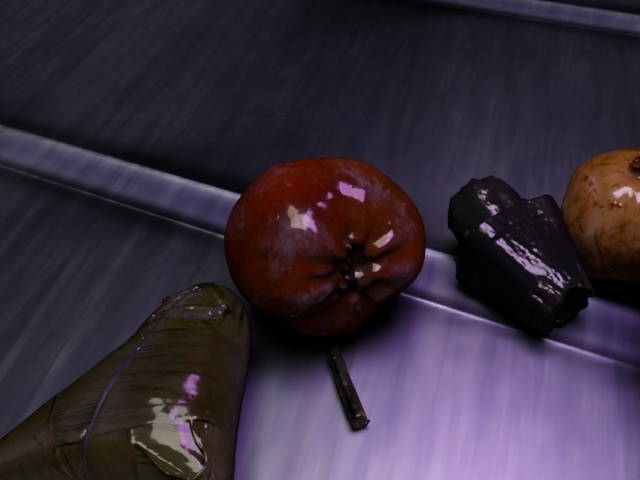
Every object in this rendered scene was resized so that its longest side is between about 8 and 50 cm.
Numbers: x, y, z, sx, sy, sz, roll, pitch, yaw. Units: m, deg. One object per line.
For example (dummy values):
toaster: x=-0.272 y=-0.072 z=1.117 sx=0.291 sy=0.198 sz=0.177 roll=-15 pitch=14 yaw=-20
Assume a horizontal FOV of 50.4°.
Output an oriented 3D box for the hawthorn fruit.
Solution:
hawthorn fruit: x=0.000 y=0.000 z=0.983 sx=0.284 sy=0.284 sz=0.284 roll=-2 pitch=44 yaw=2

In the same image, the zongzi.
zongzi: x=-0.273 y=0.199 z=0.885 sx=0.360 sy=0.160 sz=0.323 roll=-6 pitch=38 yaw=8

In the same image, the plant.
plant: x=0.292 y=0.016 z=1.030 sx=0.164 sy=0.142 sz=0.256 roll=-20 pitch=58 yaw=-15

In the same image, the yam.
yam: x=0.035 y=0.201 z=0.941 sx=0.027 sy=0.033 sz=0.129 roll=-32 pitch=41 yaw=8

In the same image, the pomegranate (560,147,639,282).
pomegranate: x=0.471 y=-0.046 z=1.026 sx=0.215 sy=0.215 sz=0.215 roll=-2 pitch=44 yaw=2
